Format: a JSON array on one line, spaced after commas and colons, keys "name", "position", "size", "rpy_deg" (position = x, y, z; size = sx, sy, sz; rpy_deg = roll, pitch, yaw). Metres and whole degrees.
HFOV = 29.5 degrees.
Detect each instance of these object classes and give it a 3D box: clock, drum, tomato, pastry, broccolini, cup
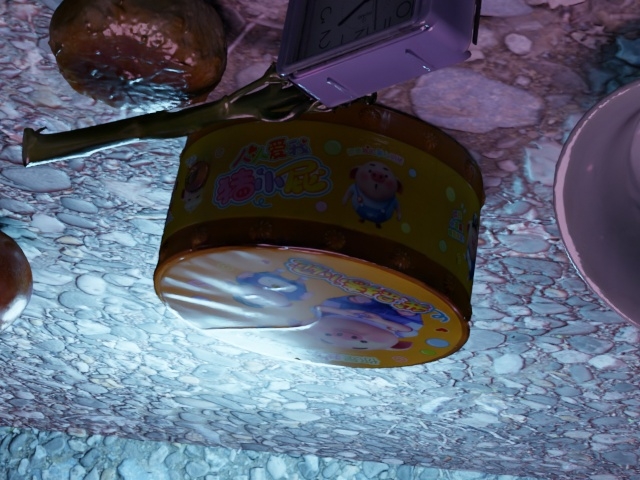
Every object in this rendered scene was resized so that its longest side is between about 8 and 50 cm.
[{"name": "clock", "position": [0.056, -0.219, 1.143], "size": [0.193, 0.144, 0.073], "rpy_deg": [-14, 148, 42]}, {"name": "drum", "position": [0.000, 0.000, 1.587], "size": [0.431, 0.214, 0.431], "rpy_deg": [9, 156, 4]}, {"name": "tomato", "position": [-0.582, 0.061, 1.978], "size": [0.232, 0.188, 0.232], "rpy_deg": [-6, 153, -3]}, {"name": "pastry", "position": [-0.201, -0.212, 1.323], "size": [0.193, 0.093, 0.182], "rpy_deg": [-8, 149, 34]}, {"name": "broccolini", "position": [-0.125, -0.147, 1.293], "size": [0.392, 0.074, 0.079], "rpy_deg": [-13, -160, -15]}, {"name": "cup", "position": [0.435, -0.055, 1.271], "size": [0.347, 0.163, 0.347], "rpy_deg": [18, 130, 23]}]
